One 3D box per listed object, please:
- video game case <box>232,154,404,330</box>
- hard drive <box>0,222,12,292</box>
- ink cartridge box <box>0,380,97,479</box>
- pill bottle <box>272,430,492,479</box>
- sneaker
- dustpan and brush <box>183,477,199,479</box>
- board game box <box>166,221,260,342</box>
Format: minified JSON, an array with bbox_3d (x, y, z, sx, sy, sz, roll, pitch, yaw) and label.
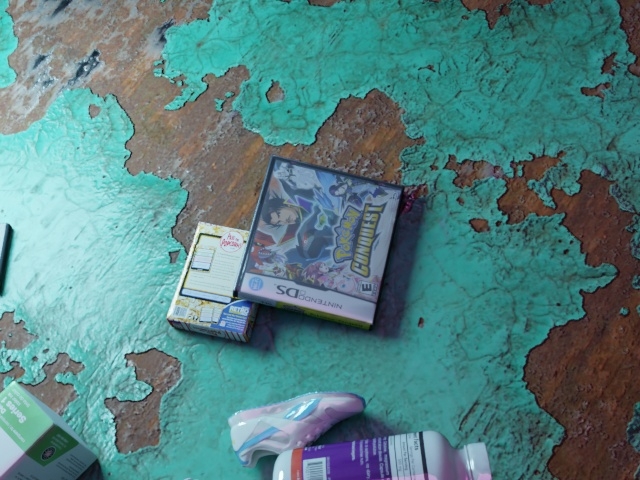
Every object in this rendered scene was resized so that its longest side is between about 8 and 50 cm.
[{"bbox_3d":[0.000,0.000,1.873,0.248,0.035,0.275,14,67,1],"label":"video game case"},{"bbox_3d":[-0.630,0.033,1.989,0.094,0.022,0.135,-1,64,8],"label":"hard drive"},{"bbox_3d":[-0.519,0.385,1.700,0.117,0.201,0.278,39,76,23],"label":"ink cartridge box"},{"bbox_3d":[0.097,0.388,1.617,0.323,0.181,0.181,-8,63,4],"label":"pill bottle"},{"bbox_3d":[-0.033,0.303,1.739,0.229,0.087,0.092,-17,70,8],"label":"sneaker"},{"bbox_3d":[-0.207,0.453,1.648,0.147,0.060,0.211,31,45,21],"label":"dustpan and brush"},{"bbox_3d":[-0.171,0.072,1.887,0.147,0.045,0.193,11,66,14],"label":"board game box"}]
